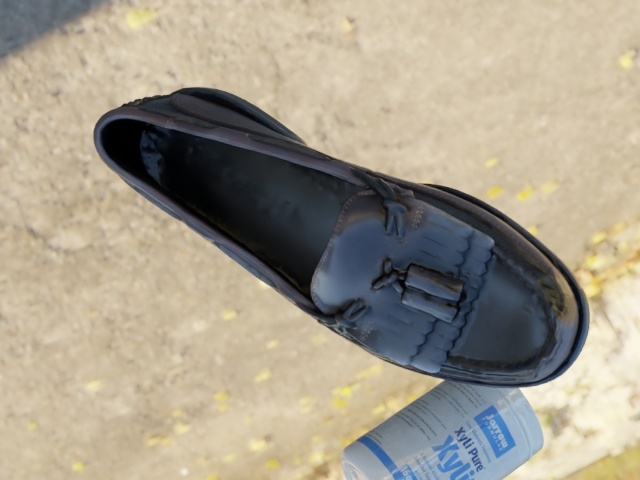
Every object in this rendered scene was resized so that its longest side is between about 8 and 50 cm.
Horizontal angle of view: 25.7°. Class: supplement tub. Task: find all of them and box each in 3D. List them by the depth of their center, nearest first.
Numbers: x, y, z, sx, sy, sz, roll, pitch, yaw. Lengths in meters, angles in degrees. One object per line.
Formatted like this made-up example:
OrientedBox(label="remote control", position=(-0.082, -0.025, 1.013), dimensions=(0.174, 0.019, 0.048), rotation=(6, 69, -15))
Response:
OrientedBox(label="supplement tub", position=(0.072, 0.127, 0.844), dimensions=(0.107, 0.071, 0.071), rotation=(-32, 157, -15))

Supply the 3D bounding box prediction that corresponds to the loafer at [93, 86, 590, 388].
OrientedBox(label="loafer", position=(0.000, 0.000, 0.783), dimensions=(0.095, 0.302, 0.109), rotation=(-4, 119, -62))
